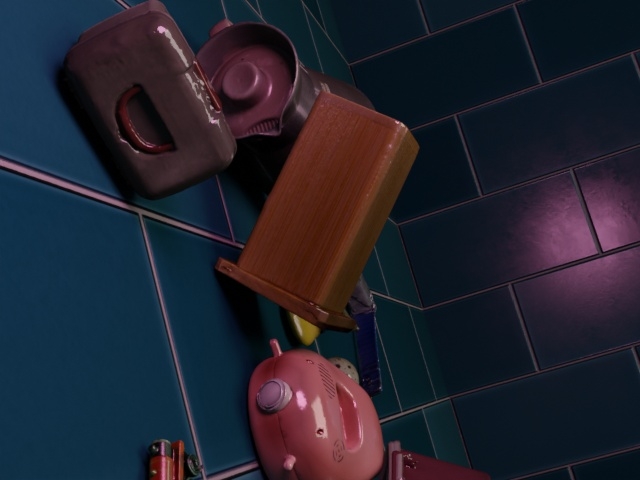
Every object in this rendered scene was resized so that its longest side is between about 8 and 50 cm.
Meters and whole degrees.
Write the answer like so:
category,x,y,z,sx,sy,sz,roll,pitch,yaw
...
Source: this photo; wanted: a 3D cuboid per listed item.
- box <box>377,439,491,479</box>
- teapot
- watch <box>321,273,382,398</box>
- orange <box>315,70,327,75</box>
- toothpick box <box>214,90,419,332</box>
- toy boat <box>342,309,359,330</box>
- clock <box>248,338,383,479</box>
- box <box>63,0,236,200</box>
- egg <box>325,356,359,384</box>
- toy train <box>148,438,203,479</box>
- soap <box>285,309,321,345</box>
category,x,y,z,sx,sy,sz,roll,pitch,yaw
box,0.149,0.466,1.335,0.193,0.167,0.294,-73,175,-67
teapot,-0.066,-0.223,1.532,0.300,0.253,0.344,60,11,25
watch,0.056,0.156,1.931,0.276,0.068,0.274,61,21,-43
orange,-0.006,-0.265,1.997,0.224,0.170,0.224,52,3,-3
toothpick box,0.012,-0.043,1.344,0.308,0.190,0.187,-64,161,-1
toy boat,-0.007,0.058,1.712,0.093,0.055,0.293,53,11,-51
clock,-0.009,0.260,1.290,0.241,0.142,0.227,52,23,-49
box,-0.198,-0.166,1.064,0.129,0.148,0.210,-110,175,-58
egg,0.025,0.253,1.565,0.110,0.085,0.085,-84,154,-46
toy train,-0.152,0.246,0.902,0.064,0.044,0.103,47,26,-40
soap,-0.028,0.143,1.609,0.168,0.033,0.089,11,60,-77
